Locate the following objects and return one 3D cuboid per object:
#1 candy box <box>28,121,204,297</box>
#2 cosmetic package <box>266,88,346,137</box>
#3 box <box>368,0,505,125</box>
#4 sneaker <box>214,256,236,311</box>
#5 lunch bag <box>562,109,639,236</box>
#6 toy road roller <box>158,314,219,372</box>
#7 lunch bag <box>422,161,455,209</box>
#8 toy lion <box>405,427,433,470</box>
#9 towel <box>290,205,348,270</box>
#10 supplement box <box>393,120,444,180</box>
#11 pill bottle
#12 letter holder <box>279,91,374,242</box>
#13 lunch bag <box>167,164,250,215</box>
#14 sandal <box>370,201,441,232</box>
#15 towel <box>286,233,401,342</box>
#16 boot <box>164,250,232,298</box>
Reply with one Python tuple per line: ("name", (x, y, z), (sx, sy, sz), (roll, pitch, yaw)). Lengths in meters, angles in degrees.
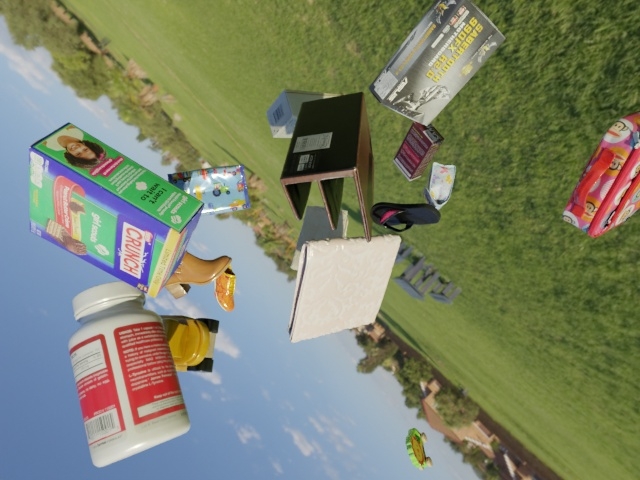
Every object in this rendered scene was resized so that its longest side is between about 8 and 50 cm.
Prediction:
("candy box", (-0.442, -0.050, 0.950), (0.317, 0.122, 0.268), (30, 134, -8))
("cosmetic package", (-0.028, -0.471, 1.671), (0.160, 0.309, 0.113), (-29, 74, 51))
("box", (0.232, -0.354, 0.882), (0.183, 0.231, 0.056), (7, -135, -47))
("sneaker", (-0.298, 0.138, 1.393), (0.064, 0.067, 0.175), (-14, -87, -61))
("lunch bag", (0.713, -0.157, 1.061), (0.120, 0.258, 0.293), (47, 145, 39))
("toy road roller", (-0.549, 0.370, 1.622), (0.329, 0.203, 0.240), (-4, 159, 25))
("lunch bag", (0.224, -0.099, 0.844), (0.053, 0.084, 0.071), (9, 177, 9))
("toy lion", (0.232, 0.502, 1.070), (0.096, 0.034, 0.100), (50, -158, -30))
("towel", (0.000, 0.000, 1.760), (0.187, 0.283, 0.049), (11, 167, 20))
("supplement box", (0.404, -0.376, 1.842), (0.130, 0.073, 0.239), (56, 153, 19))
("pill bottle", (-0.493, 0.321, 1.118), (0.229, 0.228, 0.408), (62, -174, -73))
("letter holder", (0.035, -0.154, 0.989), (0.302, 0.151, 0.215), (-81, -20, -45))
("lunch bag", (-0.357, -0.168, 1.416), (0.293, 0.220, 0.138), (-144, 46, -71))
("sandal", (0.153, -0.042, 0.861), (0.067, 0.040, 0.179), (38, 162, -27))
("towel", (0.067, 0.130, 1.285), (0.331, 0.317, 0.053), (-5, -150, -36))
("boot", (-0.350, 0.052, 1.167), (0.152, 0.197, 0.073), (61, 178, -20))
